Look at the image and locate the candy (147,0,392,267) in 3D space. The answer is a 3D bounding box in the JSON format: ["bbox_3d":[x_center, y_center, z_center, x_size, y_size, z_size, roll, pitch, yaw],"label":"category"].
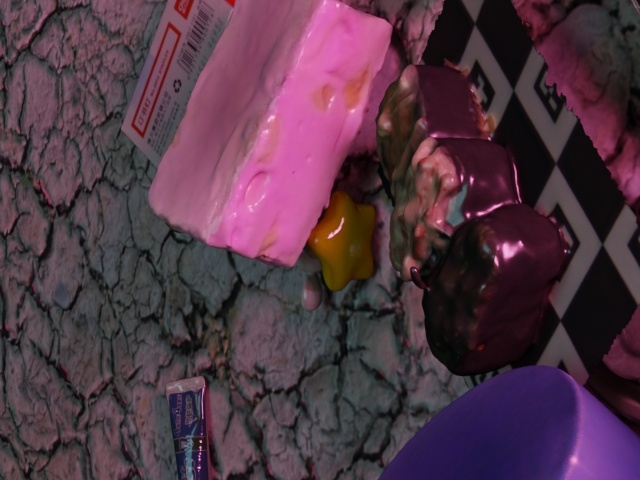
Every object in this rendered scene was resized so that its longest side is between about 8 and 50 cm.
[{"bbox_3d":[-0.048,-0.115,1.332,0.155,0.116,0.265,28,93,56],"label":"candy"}]

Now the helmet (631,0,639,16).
[{"bbox_3d":[0.302,-0.235,1.011,0.153,0.107,0.177,16,120,44],"label":"helmet"}]

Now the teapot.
[{"bbox_3d":[0.240,0.058,1.091,0.111,0.149,0.108,-47,28,-10],"label":"teapot"}]

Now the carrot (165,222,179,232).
[{"bbox_3d":[-0.082,-0.064,1.472,0.257,0.061,0.061,-22,72,36],"label":"carrot"}]

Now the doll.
[{"bbox_3d":[0.000,0.008,1.367,0.113,0.071,0.135,40,123,50],"label":"doll"}]

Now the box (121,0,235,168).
[{"bbox_3d":[-0.146,-0.181,1.538,0.123,0.050,0.229,45,121,41],"label":"box"}]

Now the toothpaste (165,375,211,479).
[{"bbox_3d":[-0.142,0.251,1.536,0.057,0.035,0.197,-14,77,31],"label":"toothpaste"}]

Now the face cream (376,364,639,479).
[{"bbox_3d":[0.167,0.251,0.987,0.249,0.225,0.249,-45,14,15],"label":"face cream"}]

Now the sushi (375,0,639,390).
[{"bbox_3d":[0.098,-0.023,1.120,0.296,0.100,0.373,111,148,-46],"label":"sushi"}]
